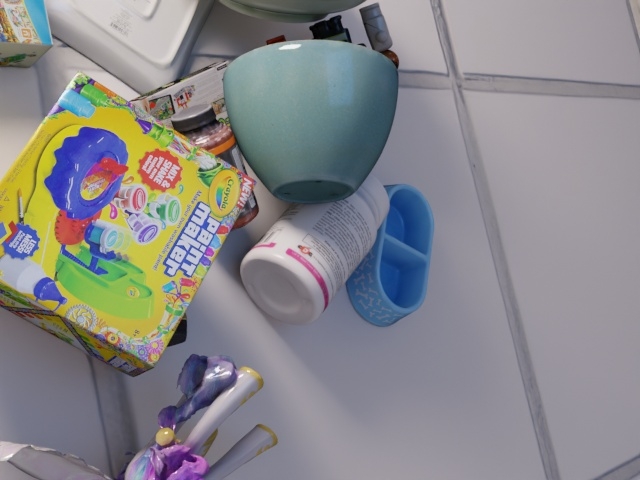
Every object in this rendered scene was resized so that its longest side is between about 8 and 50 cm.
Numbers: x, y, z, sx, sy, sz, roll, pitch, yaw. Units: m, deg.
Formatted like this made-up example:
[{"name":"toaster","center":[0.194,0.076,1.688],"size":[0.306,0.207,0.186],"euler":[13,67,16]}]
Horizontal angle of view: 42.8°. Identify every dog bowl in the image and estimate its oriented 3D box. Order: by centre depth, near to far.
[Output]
[{"name":"dog bowl","center":[0.145,0.019,1.606],"size":[0.166,0.074,0.297],"euler":[27,60,-32]}]

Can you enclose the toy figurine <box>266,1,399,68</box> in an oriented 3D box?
[{"name":"toy figurine","center":[0.027,-0.338,1.524],"size":[0.209,0.213,0.148],"euler":[-33,109,-45]}]

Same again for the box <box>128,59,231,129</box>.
[{"name":"box","center":[-0.218,-0.215,1.370],"size":[0.207,0.036,0.114],"euler":[-36,118,-41]}]

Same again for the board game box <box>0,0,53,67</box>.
[{"name":"board game box","center":[-0.545,-0.362,1.114],"size":[0.303,0.097,0.224],"euler":[-8,82,-43]}]

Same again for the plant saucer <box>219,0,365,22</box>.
[{"name":"plant saucer","center":[-0.078,-0.469,1.445],"size":[0.400,0.400,0.101],"euler":[-24,136,-42]}]

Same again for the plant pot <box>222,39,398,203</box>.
[{"name":"plant pot","center":[-0.014,-0.171,1.330],"size":[0.290,0.290,0.196],"euler":[10,72,-38]}]

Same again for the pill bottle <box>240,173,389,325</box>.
[{"name":"pill bottle","center":[0.000,0.000,1.428],"size":[0.160,0.160,0.283],"euler":[52,50,-16]}]

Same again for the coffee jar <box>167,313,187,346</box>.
[{"name":"coffee jar","center":[-0.258,0.072,1.238],"size":[0.096,0.079,0.184],"euler":[-1,77,-35]}]

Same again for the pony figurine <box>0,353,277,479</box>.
[{"name":"pony figurine","center":[-0.215,0.320,1.062],"size":[0.363,0.302,0.351],"euler":[-50,154,-29]}]

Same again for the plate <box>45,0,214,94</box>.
[{"name":"plate","center":[-0.314,-0.404,1.360],"size":[0.277,0.045,0.278],"euler":[33,58,-30]}]

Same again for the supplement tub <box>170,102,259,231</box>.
[{"name":"supplement tub","center":[-0.176,-0.117,1.316],"size":[0.106,0.106,0.198],"euler":[-40,122,-40]}]

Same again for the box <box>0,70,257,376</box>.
[{"name":"box","center":[-0.289,-0.013,1.103],"size":[0.279,0.177,0.290],"euler":[31,67,-13]}]
